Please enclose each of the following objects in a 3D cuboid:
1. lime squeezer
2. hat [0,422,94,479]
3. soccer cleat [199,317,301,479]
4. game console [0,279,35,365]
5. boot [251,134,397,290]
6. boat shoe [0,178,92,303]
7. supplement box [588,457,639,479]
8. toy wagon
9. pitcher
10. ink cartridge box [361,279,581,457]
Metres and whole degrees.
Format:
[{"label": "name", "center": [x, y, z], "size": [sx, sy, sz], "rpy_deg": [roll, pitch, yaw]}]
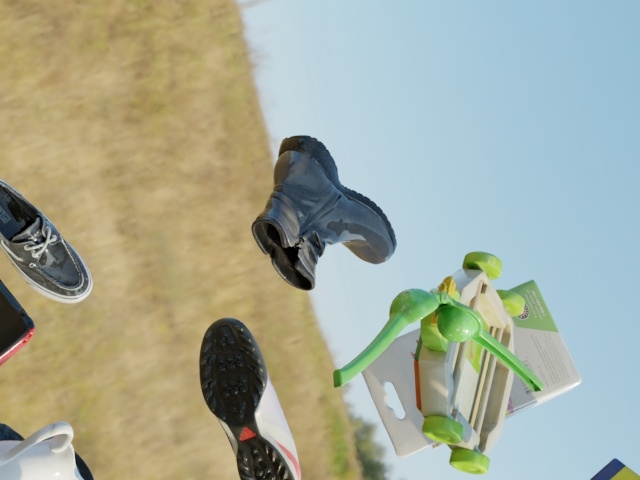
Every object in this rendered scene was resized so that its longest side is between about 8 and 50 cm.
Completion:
[{"label": "lime squeezer", "center": [0.137, 0.107, 1.286], "size": [0.059, 0.310, 0.110], "rpy_deg": [-41, -126, 40]}, {"label": "hat", "center": [-0.486, 0.459, 2.125], "size": [0.331, 0.133, 0.331], "rpy_deg": [62, 6, -12]}, {"label": "soccer cleat", "center": [-0.110, 0.271, 1.863], "size": [0.116, 0.108, 0.318], "rpy_deg": [-52, 123, -80]}, {"label": "game console", "center": [-0.708, 0.147, 2.003], "size": [0.386, 0.342, 0.060], "rpy_deg": [43, -9, 33]}, {"label": "boot", "center": [0.000, 0.000, 2.027], "size": [0.338, 0.118, 0.223], "rpy_deg": [44, 49, -36]}, {"label": "boat shoe", "center": [-0.533, -0.006, 2.152], "size": [0.301, 0.108, 0.102], "rpy_deg": [50, -23, -7]}, {"label": "supplement box", "center": [0.531, 0.548, 1.817], "size": [0.356, 0.195, 0.194], "rpy_deg": [37, -27, 40]}, {"label": "toy wagon", "center": [0.195, 0.149, 1.590], "size": [0.344, 0.068, 0.267], "rpy_deg": [51, 49, -51]}, {"label": "pitcher", "center": [-0.501, 0.370, 1.918], "size": [0.178, 0.207, 0.125], "rpy_deg": [98, -30, -50]}, {"label": "ink cartridge box", "center": [0.259, 0.238, 2.096], "size": [0.119, 0.353, 0.207], "rpy_deg": [88, -20, -76]}]
